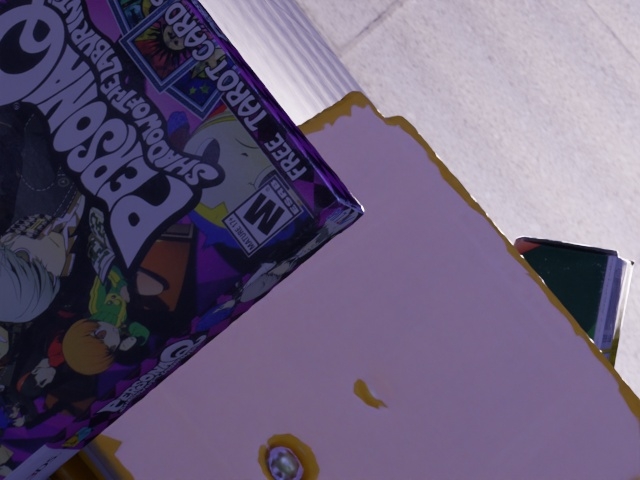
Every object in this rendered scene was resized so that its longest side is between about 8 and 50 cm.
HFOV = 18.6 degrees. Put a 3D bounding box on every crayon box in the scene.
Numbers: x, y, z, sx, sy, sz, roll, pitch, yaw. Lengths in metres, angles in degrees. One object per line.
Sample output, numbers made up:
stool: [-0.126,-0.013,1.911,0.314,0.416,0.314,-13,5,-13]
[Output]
crayon box: [0.173,0.161,1.531,0.081,0.318,0.202,10,-1,13]

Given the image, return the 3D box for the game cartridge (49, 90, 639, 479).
game cartridge: [0.016,0.088,1.016,0.285,0.053,0.324,51,43,5]

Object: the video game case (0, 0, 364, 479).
video game case: [-0.131,-0.035,0.839,0.232,0.210,0.042,53,10,15]
